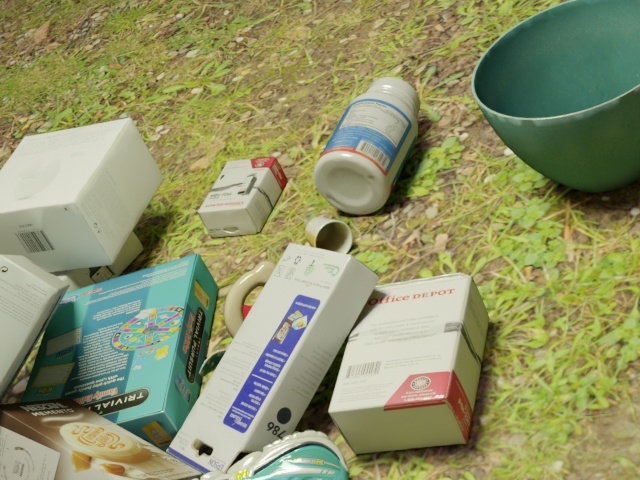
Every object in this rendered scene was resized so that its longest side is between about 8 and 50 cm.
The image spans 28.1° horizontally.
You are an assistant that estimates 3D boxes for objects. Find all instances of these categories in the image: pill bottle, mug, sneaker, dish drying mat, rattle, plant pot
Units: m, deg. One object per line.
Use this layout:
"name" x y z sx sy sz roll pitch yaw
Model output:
"pill bottle" 0.082 -0.155 2.008 0.124 0.124 0.221 -4 40 31
"mug" 0.001 -0.004 1.924 0.078 0.062 0.064 -29 25 -14
"sneaker" -0.091 0.327 1.519 0.275 0.107 0.110 -31 47 -1
"dish drying mat" -0.106 0.109 1.892 0.083 0.008 0.032 10 48 42
"rattle" -0.103 0.126 1.818 0.200 0.130 0.143 -62 28 -3
"plant pot" 0.377 -0.181 1.773 0.290 0.195 0.290 -18 35 13

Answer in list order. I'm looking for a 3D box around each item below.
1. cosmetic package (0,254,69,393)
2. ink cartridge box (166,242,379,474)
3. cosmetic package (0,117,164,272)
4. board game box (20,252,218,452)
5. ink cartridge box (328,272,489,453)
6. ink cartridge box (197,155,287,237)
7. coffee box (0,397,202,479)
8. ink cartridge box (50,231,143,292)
"cosmetic package" -0.459 0.163 1.750 0.284 0.097 0.377 -58 7 -5
"ink cartridge box" -0.063 0.163 1.667 0.333 0.065 0.165 -58 30 -11
"cosmetic package" -0.411 -0.069 2.075 0.224 0.138 0.225 -6 39 27
"board game box" -0.296 0.183 1.861 0.253 0.079 0.336 -17 36 17
"ink cartridge box" 0.115 0.153 1.606 0.158 0.092 0.218 -10 40 25
"ink cartridge box" -0.128 -0.073 2.102 0.099 0.056 0.135 -5 40 29
"coffee box" -0.292 0.291 1.595 0.246 0.141 0.098 22 100 31
"ink cartridge box" -0.411 0.042 2.126 0.139 0.082 0.191 8 49 41
